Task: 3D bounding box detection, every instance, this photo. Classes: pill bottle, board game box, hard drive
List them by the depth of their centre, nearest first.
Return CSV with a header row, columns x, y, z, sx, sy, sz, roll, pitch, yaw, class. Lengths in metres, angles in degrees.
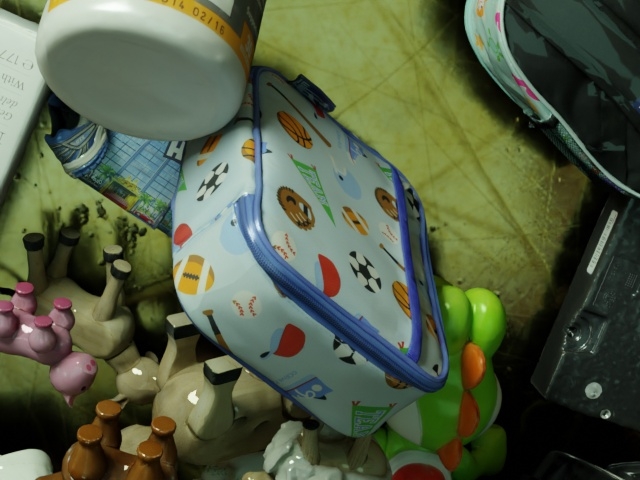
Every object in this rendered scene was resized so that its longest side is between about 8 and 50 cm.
x,y,z,sx,sy,sz,roll,pitch,yaw,class
-0.115,-0.232,0.907,0.162,0.162,0.278,16,62,-10,pill bottle
-0.103,-0.094,1.070,0.194,0.060,0.194,34,97,-12,board game box
0.414,0.100,1.170,0.339,0.064,0.237,19,100,-9,hard drive

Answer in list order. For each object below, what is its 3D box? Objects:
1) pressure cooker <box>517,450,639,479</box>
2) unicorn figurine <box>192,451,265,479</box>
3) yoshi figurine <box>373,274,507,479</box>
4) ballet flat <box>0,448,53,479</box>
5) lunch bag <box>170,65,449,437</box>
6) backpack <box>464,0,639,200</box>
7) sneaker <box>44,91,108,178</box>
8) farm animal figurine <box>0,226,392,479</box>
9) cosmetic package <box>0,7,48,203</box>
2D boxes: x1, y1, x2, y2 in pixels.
x,y,z,sx,sy,sz,roll,pitch,yaw,class
0.270,0.390,1.018,0.370,0.375,0.420,35,81,27,pressure cooker
-0.060,0.218,1.083,0.162,0.111,0.060,0,96,-45,unicorn figurine
0.082,0.182,1.123,0.203,0.203,0.362,31,117,28,yoshi figurine
-0.435,0.239,1.070,0.400,0.139,0.139,2,102,3,ballet flat
0.000,0.000,0.935,0.243,0.303,0.115,37,119,-24,lunch bag
0.260,-0.189,1.022,0.253,0.191,0.225,41,93,-20,backpack
-0.211,-0.124,1.018,0.052,0.135,0.058,-16,138,26,sneaker
-0.133,0.141,1.012,0.327,0.330,0.172,0,123,-19,farm animal figurine
-0.392,-0.041,0.999,0.217,0.156,0.385,21,98,-13,cosmetic package
